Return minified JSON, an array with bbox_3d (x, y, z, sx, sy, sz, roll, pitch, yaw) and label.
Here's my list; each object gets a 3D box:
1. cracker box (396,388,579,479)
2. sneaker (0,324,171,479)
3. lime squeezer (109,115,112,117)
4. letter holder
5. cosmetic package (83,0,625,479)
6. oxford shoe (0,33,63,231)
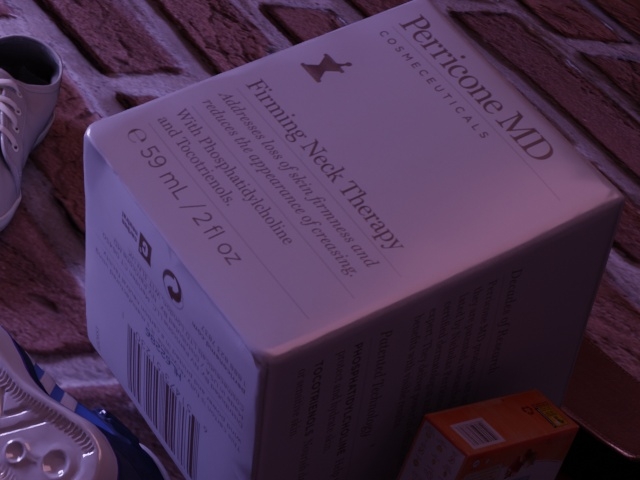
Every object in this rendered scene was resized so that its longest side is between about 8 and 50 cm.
[{"bbox_3d":[0.131,0.258,1.739,0.156,0.232,0.067,-9,40,-42],"label":"cracker box"},{"bbox_3d":[-0.267,0.181,1.704,0.323,0.130,0.236,34,-9,28],"label":"sneaker"},{"bbox_3d":[-0.121,-0.096,2.388,0.310,0.058,0.110,21,23,4],"label":"lime squeezer"},{"bbox_3d":[0.211,0.198,1.991,0.214,0.152,0.302,-11,41,-42],"label":"letter holder"},{"bbox_3d":[0.016,0.032,1.798,0.394,0.327,0.329,-24,55,-25],"label":"cosmetic package"},{"bbox_3d":[-0.408,-0.127,2.193,0.169,0.130,0.449,21,29,-2],"label":"oxford shoe"}]
